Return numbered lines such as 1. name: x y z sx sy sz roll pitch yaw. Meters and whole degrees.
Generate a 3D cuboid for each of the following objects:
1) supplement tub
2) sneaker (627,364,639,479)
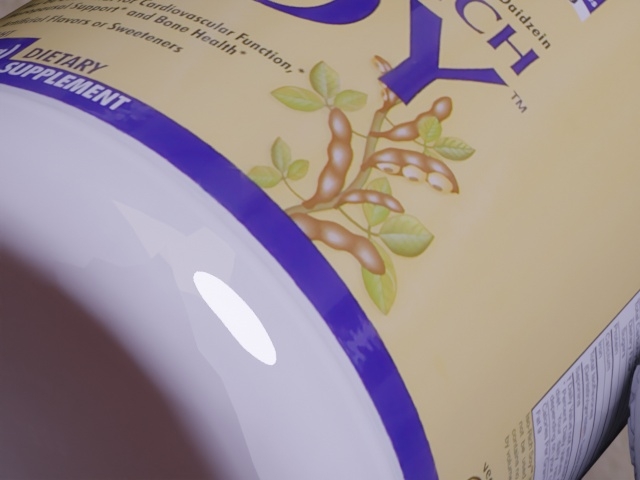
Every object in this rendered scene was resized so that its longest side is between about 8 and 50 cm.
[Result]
1. supplement tub: 0.000 0.000 0.669 0.241 0.241 0.331 36 45 13
2. sneaker: 0.217 0.176 0.536 0.366 0.137 0.210 57 3 -5
